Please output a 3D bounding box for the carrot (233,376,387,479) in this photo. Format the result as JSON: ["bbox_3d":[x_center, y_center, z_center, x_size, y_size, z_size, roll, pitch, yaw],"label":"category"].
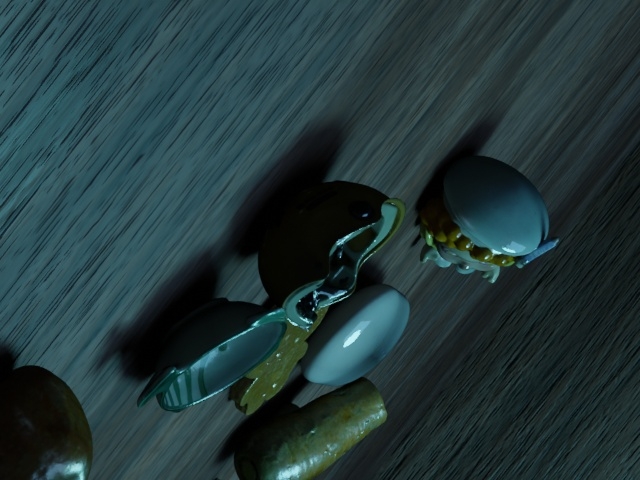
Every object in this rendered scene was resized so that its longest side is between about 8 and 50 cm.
[{"bbox_3d":[-0.017,0.360,2.307,0.302,0.139,0.139,-22,150,-28],"label":"carrot"}]

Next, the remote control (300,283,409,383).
[{"bbox_3d":[0.065,0.172,2.267,0.221,0.103,0.332,-44,164,2],"label":"remote control"}]

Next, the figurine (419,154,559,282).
[{"bbox_3d":[0.269,-0.036,2.344,0.205,0.224,0.382,-70,-167,-15],"label":"figurine"}]

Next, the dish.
[{"bbox_3d":[-0.152,0.137,1.642,0.224,0.078,0.246,-46,161,31],"label":"dish"}]

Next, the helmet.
[{"bbox_3d":[0.000,0.000,1.694,0.224,0.130,0.198,-45,167,-29],"label":"helmet"}]

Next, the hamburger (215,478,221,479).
[{"bbox_3d":[-0.208,0.512,2.275,0.176,0.102,0.087,-41,148,-32],"label":"hamburger"}]

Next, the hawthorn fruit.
[{"bbox_3d":[-0.305,0.224,1.303,0.149,0.189,0.149,-17,155,-8],"label":"hawthorn fruit"}]

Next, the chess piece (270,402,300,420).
[{"bbox_3d":[-0.068,0.345,2.396,0.083,0.038,0.084,-46,164,-17],"label":"chess piece"}]

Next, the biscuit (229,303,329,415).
[{"bbox_3d":[-0.068,0.165,2.012,0.202,0.044,0.289,-37,160,-38],"label":"biscuit"}]
